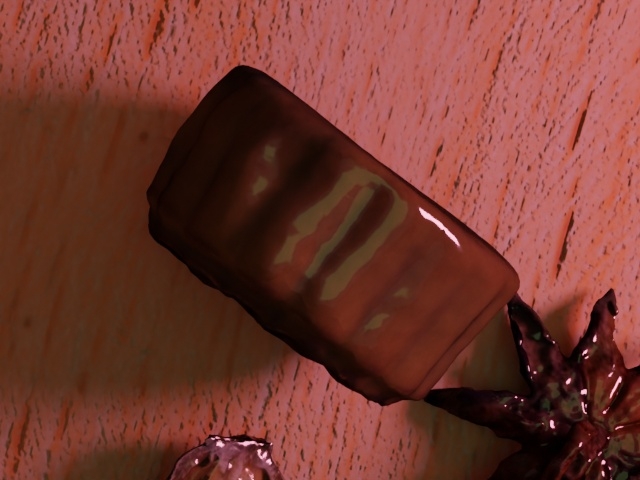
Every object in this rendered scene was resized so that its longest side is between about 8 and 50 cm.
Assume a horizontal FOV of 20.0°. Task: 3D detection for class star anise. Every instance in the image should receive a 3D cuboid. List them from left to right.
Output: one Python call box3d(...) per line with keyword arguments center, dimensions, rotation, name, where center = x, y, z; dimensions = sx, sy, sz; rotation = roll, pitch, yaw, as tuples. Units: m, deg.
box3d(center=(0.218, 0.157, 1.521), dimensions=(0.272, 0.102, 0.272), rotation=(0, 83, 3), name="star anise")

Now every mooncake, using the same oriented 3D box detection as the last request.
box3d(center=(0.000, 0.000, 1.423), dimensions=(0.290, 0.290, 0.161), rotation=(37, 92, -5), name="mooncake")

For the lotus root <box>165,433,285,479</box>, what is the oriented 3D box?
box3d(center=(-0.122, 0.314, 1.513), dimensions=(0.167, 0.078, 0.329), rotation=(20, 86, -28), name="lotus root")
